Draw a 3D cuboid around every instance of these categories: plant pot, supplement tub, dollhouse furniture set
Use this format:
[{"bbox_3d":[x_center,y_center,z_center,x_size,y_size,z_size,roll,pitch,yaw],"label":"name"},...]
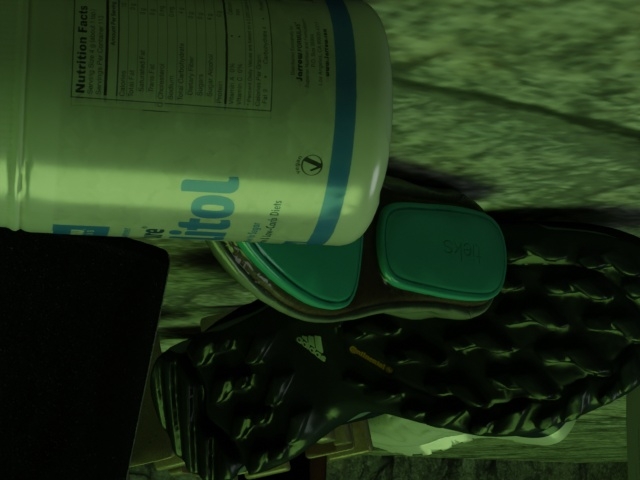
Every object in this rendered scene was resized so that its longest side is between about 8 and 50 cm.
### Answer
[{"bbox_3d":[-0.211,0.071,0.678,0.188,0.188,0.167,-10,152,41],"label":"plant pot"},{"bbox_3d":[-0.039,-0.035,0.380,0.107,0.071,0.071,2,169,-11],"label":"supplement tub"},{"bbox_3d":[-0.106,0.116,1.089,0.259,0.135,0.262,-15,165,14],"label":"dollhouse furniture set"}]

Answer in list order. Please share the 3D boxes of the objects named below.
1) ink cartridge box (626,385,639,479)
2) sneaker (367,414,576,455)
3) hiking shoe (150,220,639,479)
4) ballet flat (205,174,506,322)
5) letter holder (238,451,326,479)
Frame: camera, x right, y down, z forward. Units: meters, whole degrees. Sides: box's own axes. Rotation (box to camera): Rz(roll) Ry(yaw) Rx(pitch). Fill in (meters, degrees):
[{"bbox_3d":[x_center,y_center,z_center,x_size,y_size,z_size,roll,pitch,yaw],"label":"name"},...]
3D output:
[{"bbox_3d":[0.380,0.184,1.206,0.171,0.168,0.233,2,168,-5],"label":"ink cartridge box"},{"bbox_3d":[0.108,0.133,1.220,0.235,0.090,0.094,-14,150,38],"label":"sneaker"},{"bbox_3d":[0.051,0.040,0.750,0.304,0.113,0.132,-13,-166,29],"label":"hiking shoe"},{"bbox_3d":[0.000,0.000,0.556,0.068,0.072,0.213,-3,170,35],"label":"ballet flat"},{"bbox_3d":[-0.135,0.202,1.365,0.214,0.152,0.302,5,168,-15],"label":"letter holder"}]
